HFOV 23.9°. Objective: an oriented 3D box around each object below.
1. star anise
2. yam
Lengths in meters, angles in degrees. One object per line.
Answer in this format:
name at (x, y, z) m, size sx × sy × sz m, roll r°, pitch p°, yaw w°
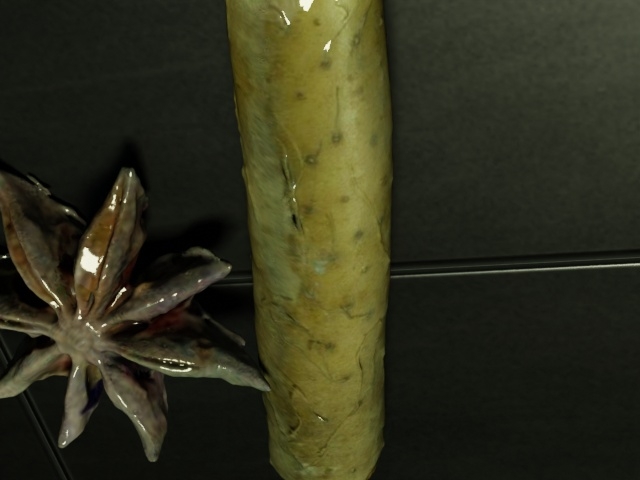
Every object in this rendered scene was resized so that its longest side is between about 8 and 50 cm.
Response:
star anise at (-0.127, 0.032, 0.852) m, size 0.204 × 0.061 × 0.181 m, roll -3°, pitch 111°, yaw 22°
yam at (0.000, 0.000, 0.792) m, size 0.083 × 0.083 × 0.371 m, roll 5°, pitch 132°, yaw 10°
